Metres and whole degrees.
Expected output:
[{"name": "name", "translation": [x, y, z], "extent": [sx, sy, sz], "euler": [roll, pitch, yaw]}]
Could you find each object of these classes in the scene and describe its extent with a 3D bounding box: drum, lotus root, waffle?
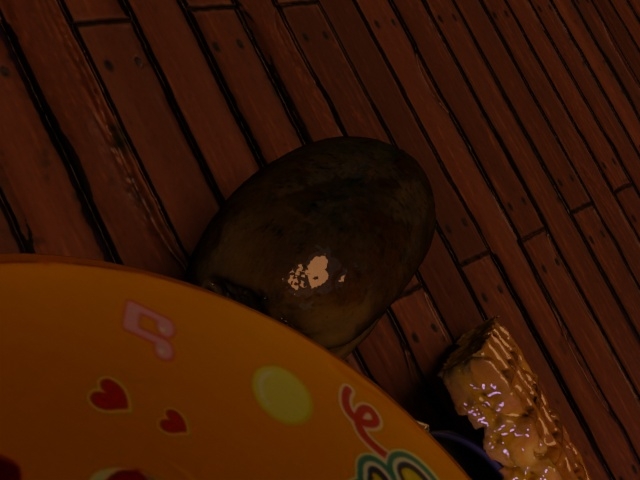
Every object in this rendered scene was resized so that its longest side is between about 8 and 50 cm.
[{"name": "drum", "translation": [-0.090, 0.225, 0.318], "extent": [0.431, 0.214, 0.431], "euler": [27, 33, -19]}, {"name": "lotus root", "translation": [0.000, 0.000, 0.685], "extent": [0.160, 0.152, 0.275], "euler": [28, 31, 11]}, {"name": "waffle", "translation": [0.190, 0.181, 0.769], "extent": [0.211, 0.055, 0.160], "euler": [60, 17, 4]}]

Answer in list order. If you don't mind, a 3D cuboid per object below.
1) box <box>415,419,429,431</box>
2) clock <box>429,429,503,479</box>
[{"name": "box", "translation": [-0.023, 0.207, 0.601], "extent": [0.162, 0.041, 0.229], "euler": [21, 51, -1]}, {"name": "clock", "translation": [0.102, 0.273, 0.700], "extent": [0.226, 0.049, 0.226], "euler": [20, 54, -31]}]
